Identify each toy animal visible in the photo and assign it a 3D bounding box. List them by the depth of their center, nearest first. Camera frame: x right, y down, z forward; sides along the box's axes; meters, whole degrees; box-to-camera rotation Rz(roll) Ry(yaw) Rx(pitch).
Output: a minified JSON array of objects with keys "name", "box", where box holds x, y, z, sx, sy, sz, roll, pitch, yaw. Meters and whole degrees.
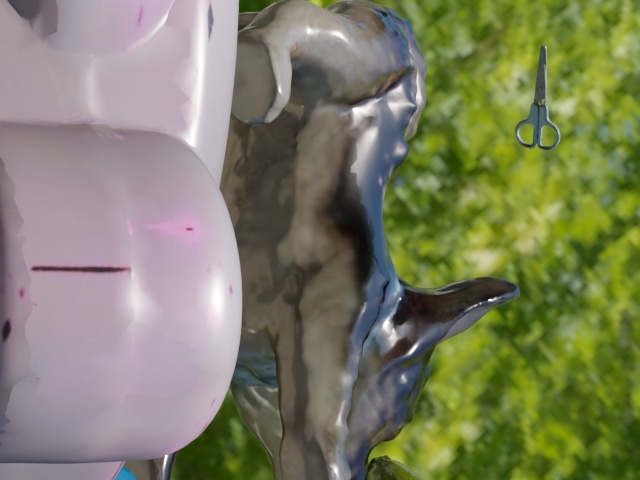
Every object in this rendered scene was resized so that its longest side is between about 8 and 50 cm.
[{"name":"toy animal","box":[0.000,0.000,1.260,0.194,0.344,0.302,-5,-178,31]}]

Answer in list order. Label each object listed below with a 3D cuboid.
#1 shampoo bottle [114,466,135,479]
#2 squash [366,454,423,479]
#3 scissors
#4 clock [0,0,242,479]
[{"name":"shampoo bottle","box":[-0.150,0.120,0.942,0.050,0.183,0.087,1,-121,54]},{"name":"squash","box":[0.076,0.227,1.298,0.066,0.066,0.201,-35,-121,11]},{"name":"scissors","box":[0.166,-0.108,1.514,0.036,0.083,0.006,10,-157,21]},{"name":"clock","box":[-0.115,-0.063,0.593,0.295,0.113,0.322,-41,-128,53]}]
